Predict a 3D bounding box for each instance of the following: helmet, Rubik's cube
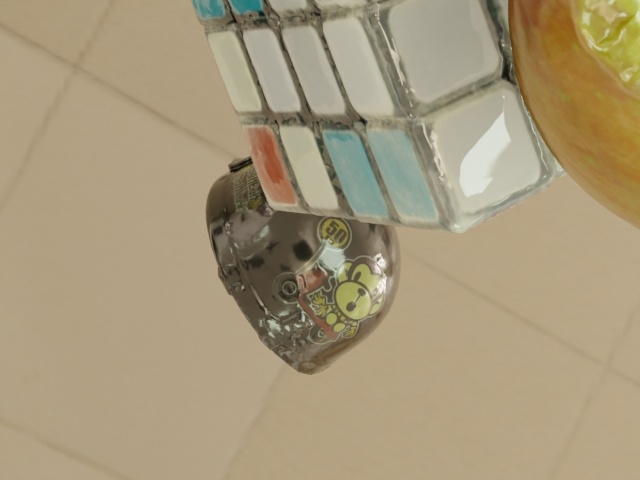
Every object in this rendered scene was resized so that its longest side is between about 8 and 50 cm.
[{"bbox_3d":[0.000,0.000,1.890,0.160,0.279,0.230,-27,120,23],"label":"helmet"},{"bbox_3d":[0.078,-0.171,1.007,0.253,0.256,0.259,-27,102,-20],"label":"Rubik's cube"}]

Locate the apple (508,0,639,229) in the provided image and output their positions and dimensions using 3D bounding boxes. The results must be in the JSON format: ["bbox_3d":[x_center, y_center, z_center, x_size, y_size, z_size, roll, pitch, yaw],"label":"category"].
[{"bbox_3d":[0.198,-0.104,0.666,0.226,0.246,0.246,22,89,9],"label":"apple"}]
